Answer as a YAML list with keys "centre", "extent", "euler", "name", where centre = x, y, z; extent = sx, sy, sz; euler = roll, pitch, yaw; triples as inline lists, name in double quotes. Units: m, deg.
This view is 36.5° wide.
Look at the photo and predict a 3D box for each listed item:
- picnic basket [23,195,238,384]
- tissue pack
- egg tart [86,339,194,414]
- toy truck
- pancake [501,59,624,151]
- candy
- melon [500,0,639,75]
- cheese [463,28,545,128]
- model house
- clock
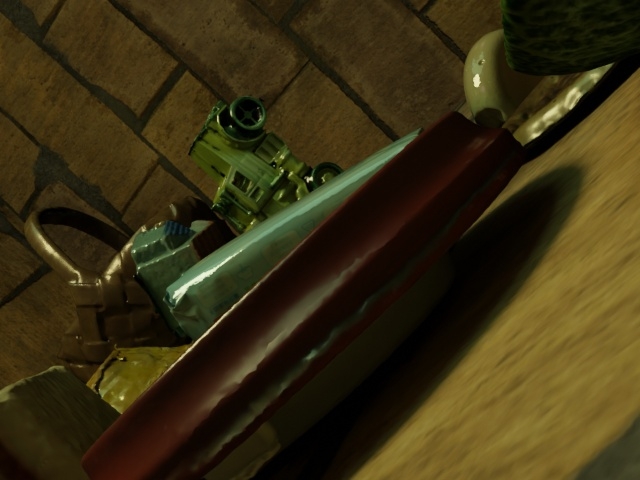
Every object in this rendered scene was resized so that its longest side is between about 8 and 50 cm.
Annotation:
- centre: [-0.309, 0.050, 1.482]
  extent: [0.337, 0.337, 0.293]
  euler: [-46, -6, 11]
  name: "picnic basket"
- centre: [0.000, 0.000, 0.898]
  extent: [0.263, 0.089, 0.177]
  euler: [-30, 5, 11]
  name: "tissue pack"
- centre: [-0.267, 0.246, 1.244]
  extent: [0.341, 0.132, 0.341]
  euler: [-51, 8, 10]
  name: "egg tart"
- centre: [-0.054, -0.048, 1.174]
  extent: [0.135, 0.259, 0.128]
  euler: [-47, 2, -26]
  name: "toy truck"
- centre: [0.205, -0.137, 0.727]
  extent: [0.212, 0.029, 0.235]
  euler: [-48, 0, -11]
  name: "pancake"
- centre: [-0.250, 0.226, 0.926]
  extent: [0.135, 0.179, 0.321]
  euler: [-47, 1, -8]
  name: "candy"
- centre: [0.162, -0.203, 0.434]
  extent: [0.331, 0.226, 0.343]
  euler: [-30, 25, 40]
  name: "melon"
- centre: [0.192, -0.173, 0.947]
  extent: [0.048, 0.092, 0.171]
  euler: [-23, 26, 47]
  name: "cheese"
- centre: [-0.143, 0.033, 1.240]
  extent: [0.149, 0.148, 0.119]
  euler: [-21, 19, 10]
  name: "model house"
- centre: [-0.003, 0.053, 0.564]
  extent: [0.318, 0.080, 0.318]
  euler: [-43, -2, -2]
  name: "clock"
